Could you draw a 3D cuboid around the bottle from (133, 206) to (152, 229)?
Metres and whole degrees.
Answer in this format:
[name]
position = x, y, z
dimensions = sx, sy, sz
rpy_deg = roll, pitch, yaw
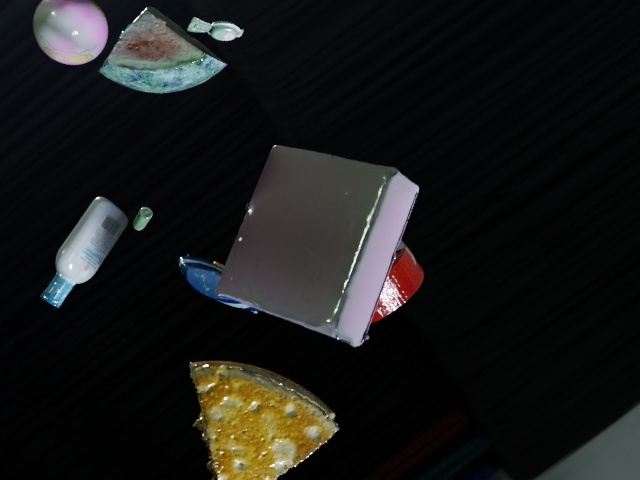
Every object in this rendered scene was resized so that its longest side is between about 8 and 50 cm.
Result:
[bottle]
position = -0.416, -0.050, 1.890
dimensions = 0.030, 0.030, 0.083
rpy_deg = 54, 147, 2

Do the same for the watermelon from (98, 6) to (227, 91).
[watermelon]
position = -0.483, -0.570, 2.388
dimensions = 0.228, 0.388, 0.258
rpy_deg = 49, -143, -81

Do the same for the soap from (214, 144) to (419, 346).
[soap]
position = -0.010, 0.001, 1.375
dimensions = 0.285, 0.296, 0.107
rpy_deg = 18, 174, 40

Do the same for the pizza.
[pizza]
position = -0.205, 0.544, 2.173
dimensions = 0.440, 0.406, 0.130
rpy_deg = 24, 171, -9

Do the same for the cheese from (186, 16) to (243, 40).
[cheese]
position = -0.230, -0.466, 1.787
dimensions = 0.067, 0.121, 0.026
rpy_deg = 147, 125, -61

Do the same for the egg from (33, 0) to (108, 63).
[egg]
position = -0.657, -0.558, 2.137
dimensions = 0.196, 0.196, 0.271
rpy_deg = 54, 177, -27

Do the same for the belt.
[belt]
position = 0.132, 0.087, 1.855
dimensions = 0.124, 0.201, 0.128
rpy_deg = 53, 178, -28

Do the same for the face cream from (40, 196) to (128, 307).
[face cream]
position = -0.694, 0.040, 2.363
dimensions = 0.080, 0.336, 0.163
rpy_deg = 25, 165, 24

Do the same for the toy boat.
[toy boat]
position = -0.202, 0.092, 1.839
dimensions = 0.221, 0.067, 0.291
rpy_deg = 29, -175, 8
